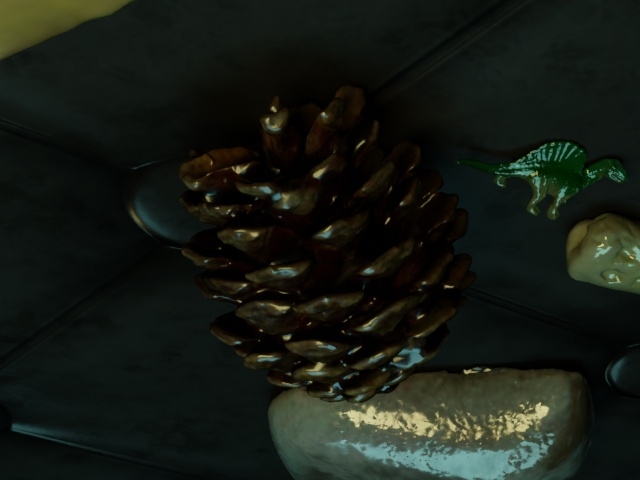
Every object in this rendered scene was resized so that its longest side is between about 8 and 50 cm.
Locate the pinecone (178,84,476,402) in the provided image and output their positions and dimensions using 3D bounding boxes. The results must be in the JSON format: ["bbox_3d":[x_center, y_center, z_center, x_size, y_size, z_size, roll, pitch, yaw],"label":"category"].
[{"bbox_3d":[-0.002,0.004,0.976,0.184,0.179,0.204,-31,113,28],"label":"pinecone"}]

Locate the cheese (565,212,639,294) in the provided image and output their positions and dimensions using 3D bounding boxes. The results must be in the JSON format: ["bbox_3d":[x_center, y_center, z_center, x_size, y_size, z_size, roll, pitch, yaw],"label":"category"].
[{"bbox_3d":[0.273,0.022,1.144,0.194,0.043,0.065,15,149,-25],"label":"cheese"}]

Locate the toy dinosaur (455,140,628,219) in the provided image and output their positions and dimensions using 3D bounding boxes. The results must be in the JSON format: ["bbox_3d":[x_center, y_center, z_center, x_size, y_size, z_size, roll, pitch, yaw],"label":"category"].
[{"bbox_3d":[0.149,-0.050,1.038,0.120,0.029,0.060,17,132,-19],"label":"toy dinosaur"}]

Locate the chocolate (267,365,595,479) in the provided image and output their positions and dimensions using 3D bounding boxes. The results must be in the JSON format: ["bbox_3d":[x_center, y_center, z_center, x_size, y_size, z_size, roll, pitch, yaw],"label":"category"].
[{"bbox_3d":[0.103,0.193,1.413,0.303,0.100,0.185,-2,155,9],"label":"chocolate"}]

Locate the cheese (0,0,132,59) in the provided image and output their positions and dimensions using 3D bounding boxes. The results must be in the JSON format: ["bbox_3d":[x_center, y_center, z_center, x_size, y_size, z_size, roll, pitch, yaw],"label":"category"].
[{"bbox_3d":[-0.172,-0.223,0.622,0.384,0.104,0.384,0,152,0],"label":"cheese"}]
